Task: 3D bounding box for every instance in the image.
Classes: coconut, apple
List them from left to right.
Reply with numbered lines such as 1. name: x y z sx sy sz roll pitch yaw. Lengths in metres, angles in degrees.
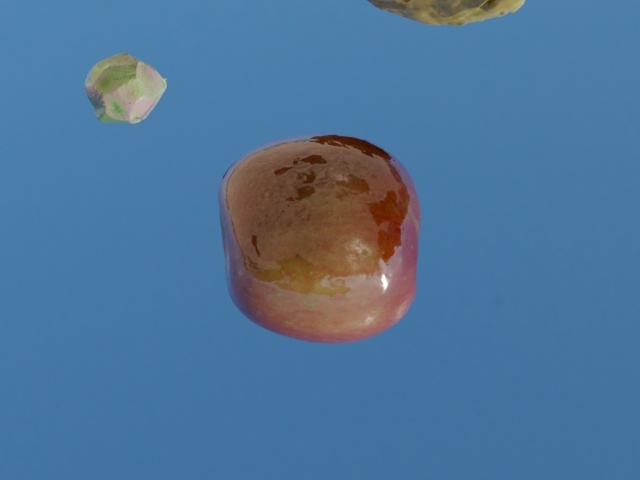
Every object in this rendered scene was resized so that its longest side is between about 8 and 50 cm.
1. coconut: -0.212 -0.161 1.940 0.081 0.082 0.083 -49 -133 0
2. apple: 0.000 0.000 1.531 0.168 0.181 0.181 -7 -142 -9

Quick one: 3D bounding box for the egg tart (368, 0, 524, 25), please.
1. egg tart: 0.140 -0.417 1.916 0.388 0.388 0.169 26 -151 38
